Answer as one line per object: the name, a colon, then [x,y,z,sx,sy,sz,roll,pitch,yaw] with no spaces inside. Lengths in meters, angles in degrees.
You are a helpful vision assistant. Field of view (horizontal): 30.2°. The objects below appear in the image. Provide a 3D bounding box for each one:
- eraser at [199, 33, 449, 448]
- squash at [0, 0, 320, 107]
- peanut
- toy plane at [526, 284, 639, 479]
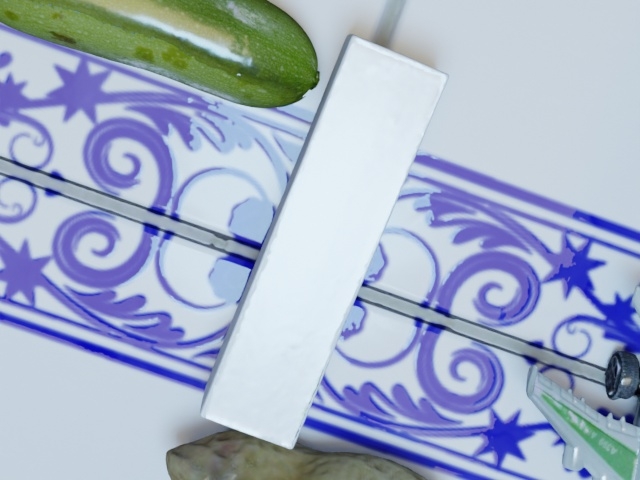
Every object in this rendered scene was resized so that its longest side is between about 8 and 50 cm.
eraser: [0.000,0.000,0.879,0.076,0.078,0.298,21,99,-5]
squash: [-0.159,-0.175,0.839,0.341,0.094,0.094,20,99,-4]
peanut: [-0.008,0.196,0.903,0.228,0.104,0.085,16,87,-2]
toy plane: [0.269,0.160,0.904,0.251,0.101,0.255,9,104,-3]
